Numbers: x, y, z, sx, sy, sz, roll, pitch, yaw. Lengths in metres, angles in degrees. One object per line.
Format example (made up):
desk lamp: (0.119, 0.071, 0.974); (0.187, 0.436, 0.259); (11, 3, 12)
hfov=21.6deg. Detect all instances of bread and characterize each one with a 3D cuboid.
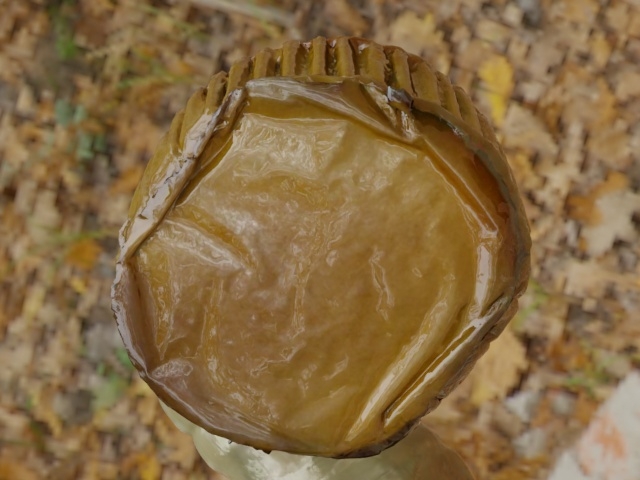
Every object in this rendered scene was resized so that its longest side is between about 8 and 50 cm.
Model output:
bread: (0.001, 0.001, 0.802); (0.199, 0.199, 0.104); (-62, 12, 21)

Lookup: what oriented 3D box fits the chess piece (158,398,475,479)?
chess piece: (0.039, 0.171, 0.952); (0.137, 0.137, 0.301); (-45, 72, 39)
